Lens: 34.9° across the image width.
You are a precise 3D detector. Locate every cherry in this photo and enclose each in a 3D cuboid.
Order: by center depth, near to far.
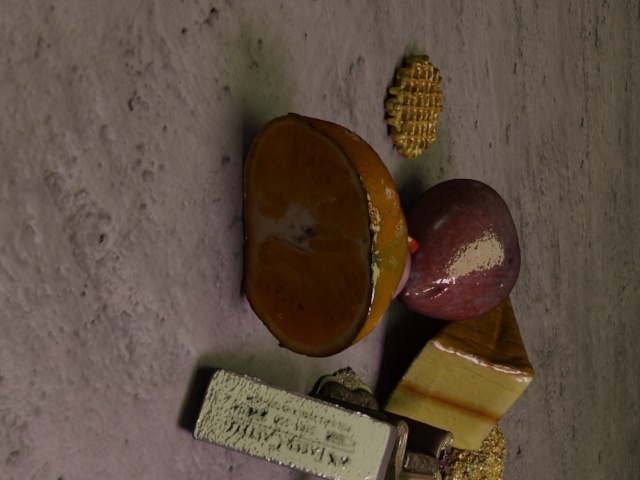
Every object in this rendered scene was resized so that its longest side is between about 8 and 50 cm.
[{"bbox_3d":[0.241,0.026,1.867,0.307,0.221,0.261,-32,120,-35],"label":"cherry"}]

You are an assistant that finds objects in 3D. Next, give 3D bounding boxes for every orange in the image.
[{"bbox_3d":[-0.001,0.001,1.413,0.274,0.274,0.310,35,69,-57],"label":"orange"}]

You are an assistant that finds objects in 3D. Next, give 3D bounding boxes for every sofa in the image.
[{"bbox_3d":[0.108,0.333,1.763,0.258,0.200,0.182,28,78,-57],"label":"sofa"}]

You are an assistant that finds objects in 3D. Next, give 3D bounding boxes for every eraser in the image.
[{"bbox_3d":[-0.028,0.285,1.509,0.353,0.077,0.111,22,78,-23],"label":"eraser"}]

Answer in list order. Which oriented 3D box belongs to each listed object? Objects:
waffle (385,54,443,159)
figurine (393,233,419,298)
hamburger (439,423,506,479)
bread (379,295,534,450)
[{"bbox_3d":[0.171,-0.239,1.827,0.191,0.038,0.191,-27,123,-54],"label":"waffle"},{"bbox_3d":[0.059,0.036,1.611,0.173,0.173,0.173,-27,123,-53],"label":"figurine"},{"bbox_3d":[0.329,0.479,2.237,0.243,0.139,0.261,24,80,-58],"label":"hamburger"},{"bbox_3d":[0.263,0.206,2.048,0.361,0.245,0.233,-87,-158,-56],"label":"bread"}]
